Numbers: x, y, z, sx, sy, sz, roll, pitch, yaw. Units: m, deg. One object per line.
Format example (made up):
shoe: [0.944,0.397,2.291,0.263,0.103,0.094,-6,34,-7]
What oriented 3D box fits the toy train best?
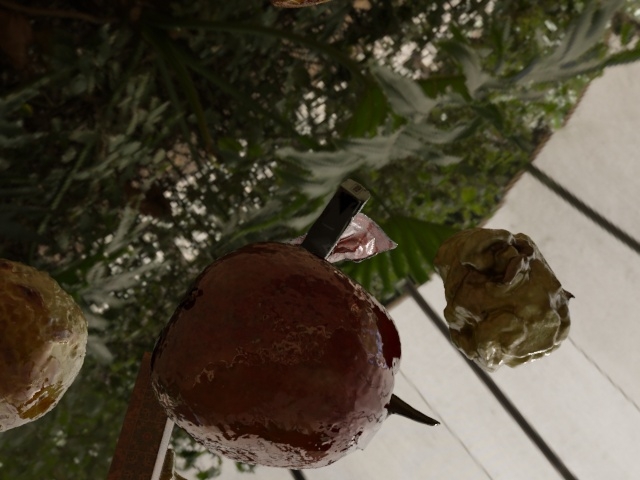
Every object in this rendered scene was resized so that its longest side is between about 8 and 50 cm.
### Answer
toy train: [0.000,0.000,1.324,0.252,0.055,0.048,-54,179,34]

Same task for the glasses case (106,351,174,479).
glasses case: [-0.277,0.293,1.236,0.049,0.075,0.218,76,22,-59]

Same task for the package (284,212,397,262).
package: [0.029,0.018,1.842,0.270,0.071,0.194,-14,156,30]

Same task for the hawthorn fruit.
hawthorn fruit: [-0.023,0.161,0.962,0.285,0.369,0.284,18,90,-84]

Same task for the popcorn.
popcorn: [0.275,0.076,1.131,0.192,0.233,0.266,-11,147,7]

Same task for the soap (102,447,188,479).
soap: [-0.463,0.645,1.834,0.293,0.156,0.335,-30,-178,-13]

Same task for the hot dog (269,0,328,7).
hot dog: [-0.006,-0.202,0.565,0.037,0.049,0.122,-42,-150,-24]

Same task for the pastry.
pastry: [-0.700,0.225,1.615,0.389,0.388,0.312,-37,-176,8]
